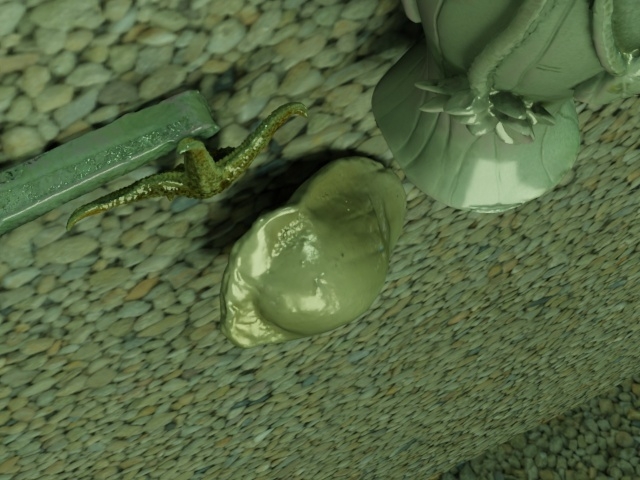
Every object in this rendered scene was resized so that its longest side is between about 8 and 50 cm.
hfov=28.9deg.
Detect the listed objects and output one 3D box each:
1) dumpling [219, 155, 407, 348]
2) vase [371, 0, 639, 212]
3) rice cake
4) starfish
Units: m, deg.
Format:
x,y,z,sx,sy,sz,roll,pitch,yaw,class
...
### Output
x,y,z,sx,sy,sz,roll,pitch,yaw,class
0.000,0.000,1.253,0.252,0.131,0.179,-30,135,-24,dumpling
0.162,-0.193,0.913,0.250,0.250,0.445,-23,160,-17,vase
-0.181,-0.064,0.987,0.211,0.043,0.034,-27,169,-12,rice cake
-0.108,-0.055,1.024,0.217,0.050,0.223,-19,175,-5,starfish
